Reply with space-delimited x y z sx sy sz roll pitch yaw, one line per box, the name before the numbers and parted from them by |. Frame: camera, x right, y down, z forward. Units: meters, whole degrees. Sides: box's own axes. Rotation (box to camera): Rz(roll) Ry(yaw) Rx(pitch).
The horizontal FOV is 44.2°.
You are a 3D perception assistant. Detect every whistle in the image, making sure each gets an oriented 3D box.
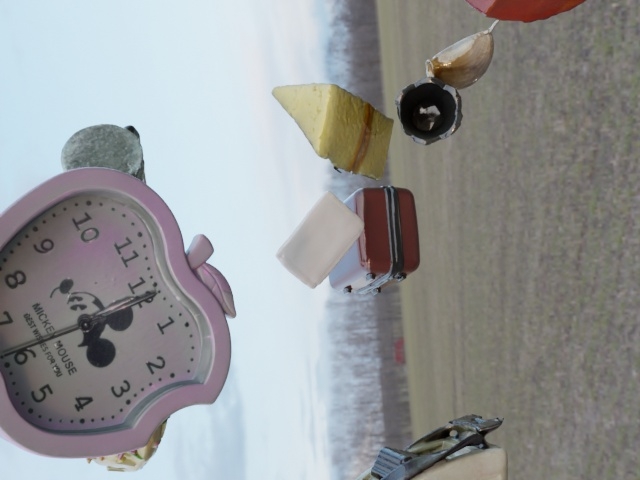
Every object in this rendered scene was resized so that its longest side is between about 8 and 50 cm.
whistle | -0.486 -0.093 1.829 0.168 0.188 0.404 101 156 -58

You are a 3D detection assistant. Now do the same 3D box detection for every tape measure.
tape measure | 0.123 0.365 1.028 0.133 0.232 0.270 3 90 64

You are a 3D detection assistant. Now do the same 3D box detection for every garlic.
garlic | 0.244 -0.297 1.321 0.066 0.152 0.084 68 -170 20

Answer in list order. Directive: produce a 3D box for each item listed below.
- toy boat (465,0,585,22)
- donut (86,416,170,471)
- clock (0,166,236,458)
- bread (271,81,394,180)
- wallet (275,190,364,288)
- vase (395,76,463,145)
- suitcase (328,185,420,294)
toy boat | 0.272 -0.342 0.807 0.133 0.332 0.145 68 -173 25
donut | -0.473 0.367 1.819 0.371 0.150 0.307 54 134 47
clock | -0.270 0.088 0.940 0.102 0.339 0.338 -16 77 57
bread | 0.038 -0.205 1.432 0.266 0.142 0.178 7 -123 -61
wallet | 0.000 0.000 1.604 0.124 0.183 0.032 41 172 -23
vase | 0.192 -0.220 1.408 0.237 0.116 0.115 -24 -71 -82
suitcase | 0.123 0.003 1.966 0.297 0.161 0.236 137 132 -68
